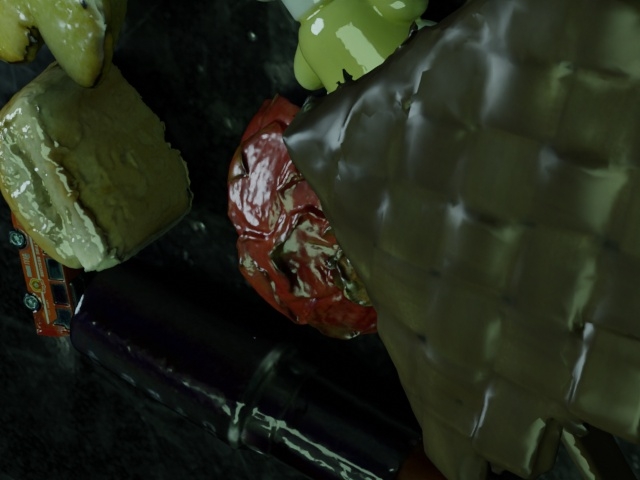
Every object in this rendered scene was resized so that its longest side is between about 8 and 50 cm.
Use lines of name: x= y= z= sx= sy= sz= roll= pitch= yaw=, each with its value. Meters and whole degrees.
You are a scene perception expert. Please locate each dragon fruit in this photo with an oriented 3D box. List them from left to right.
dragon fruit: x=0.000 y=0.000 z=0.891 sx=0.162 sy=0.083 sz=0.106 roll=61 pitch=163 yaw=-13

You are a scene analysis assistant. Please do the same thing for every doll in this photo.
doll: x=0.017 y=-0.118 z=0.844 sx=0.106 sy=0.062 sz=0.162 roll=-31 pitch=100 yaw=43

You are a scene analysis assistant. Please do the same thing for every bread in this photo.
bread: x=-0.167 y=-0.162 z=0.933 sx=0.188 sy=0.065 sz=0.149 roll=47 pitch=141 yaw=21
bread: x=-0.150 y=-0.047 z=0.971 sx=0.082 sy=0.106 sz=0.125 roll=-19 pitch=105 yaw=39

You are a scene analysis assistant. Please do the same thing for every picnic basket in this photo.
picnic basket: x=0.181 y=0.010 z=0.662 sx=0.254 sy=0.291 sz=0.321 roll=-35 pitch=84 yaw=41

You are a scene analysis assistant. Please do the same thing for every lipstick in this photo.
lipstick: x=-0.026 y=0.104 z=1.001 sx=0.299 sy=0.081 sz=0.081 roll=27 pitch=130 yaw=17

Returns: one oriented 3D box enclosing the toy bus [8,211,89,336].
toy bus: x=-0.186 y=0.015 z=1.085 sx=0.043 sy=0.031 sz=0.110 roll=6 pitch=121 yaw=23
